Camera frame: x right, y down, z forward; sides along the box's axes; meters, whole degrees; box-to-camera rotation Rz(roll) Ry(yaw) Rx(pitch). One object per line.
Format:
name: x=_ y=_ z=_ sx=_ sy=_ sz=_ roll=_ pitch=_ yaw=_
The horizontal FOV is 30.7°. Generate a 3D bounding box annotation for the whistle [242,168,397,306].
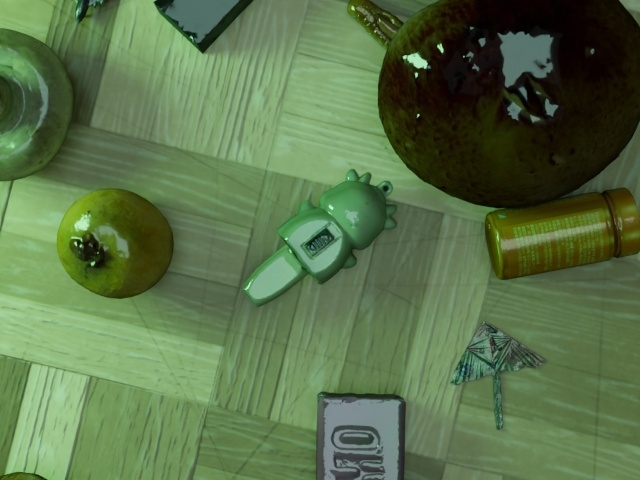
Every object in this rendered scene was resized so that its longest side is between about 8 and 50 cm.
whistle: x=0.000 y=0.000 z=1.555 sx=0.244 sy=0.092 sz=0.110 roll=-40 pitch=93 yaw=-2

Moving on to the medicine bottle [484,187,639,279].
medicine bottle: x=0.323 y=-0.009 z=1.560 sx=0.192 sy=0.096 sz=0.096 roll=-11 pitch=91 yaw=-2

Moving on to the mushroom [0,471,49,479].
mushroom: x=-0.382 y=0.423 z=1.525 sx=0.194 sy=0.138 sz=0.231 roll=-45 pitch=91 yaw=0

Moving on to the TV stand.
TV stand: x=-0.099 y=-0.379 z=1.555 sx=0.088 sy=0.083 sz=0.269 roll=42 pitch=90 yaw=-2

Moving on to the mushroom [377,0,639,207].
mushroom: x=0.223 y=-0.222 z=1.513 sx=0.331 sy=0.356 sz=0.334 roll=-30 pitch=132 yaw=-8

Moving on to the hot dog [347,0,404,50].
hot dog: x=0.095 y=-0.285 z=1.587 sx=0.137 sy=0.028 sz=0.044 roll=44 pitch=82 yaw=0

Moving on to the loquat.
loquat: x=-0.268 y=0.004 z=1.523 sx=0.137 sy=0.163 sz=0.163 roll=-34 pitch=91 yaw=30

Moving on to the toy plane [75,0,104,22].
toy plane: x=-0.316 y=-0.333 z=1.574 sx=0.079 sy=0.031 sz=0.083 roll=16 pitch=90 yaw=-1

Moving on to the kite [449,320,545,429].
kite: x=0.245 y=0.184 z=1.606 sx=0.137 sy=0.005 sz=0.152 roll=-14 pitch=92 yaw=-1

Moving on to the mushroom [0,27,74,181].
mushroom: x=-0.421 y=-0.177 z=1.490 sx=0.204 sy=0.204 sz=0.204 roll=0 pitch=90 yaw=-1

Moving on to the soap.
soap: x=0.053 y=0.308 z=1.572 sx=0.122 sy=0.065 sz=0.203 roll=0 pitch=91 yaw=-1
